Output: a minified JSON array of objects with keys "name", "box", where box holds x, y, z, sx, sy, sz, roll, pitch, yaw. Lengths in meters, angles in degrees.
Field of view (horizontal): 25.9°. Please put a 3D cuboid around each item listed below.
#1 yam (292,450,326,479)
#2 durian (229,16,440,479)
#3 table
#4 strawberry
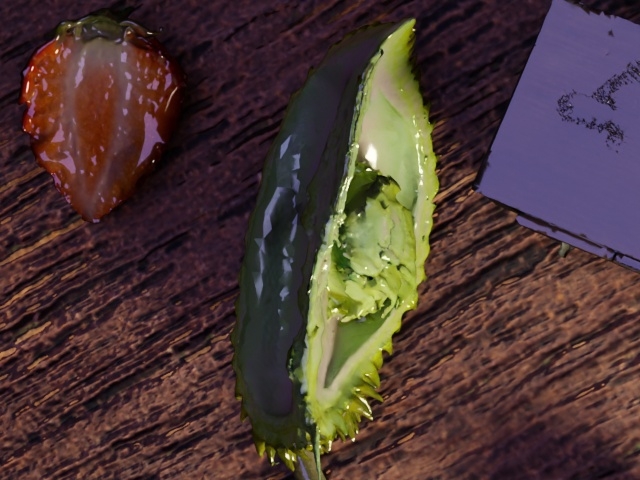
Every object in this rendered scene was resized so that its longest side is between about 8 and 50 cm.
[{"name":"yam","box":[0.013,0.237,1.157,0.027,0.029,0.234,-29,82,0]},{"name":"durian","box":[0.001,0.005,1.099,0.158,0.169,0.355,10,89,12]},{"name":"table","box":[0.236,-0.057,1.044,0.193,0.169,0.172,25,93,13]},{"name":"strawberry","box":[-0.179,-0.108,1.194,0.147,0.082,0.187,7,95,19]}]
